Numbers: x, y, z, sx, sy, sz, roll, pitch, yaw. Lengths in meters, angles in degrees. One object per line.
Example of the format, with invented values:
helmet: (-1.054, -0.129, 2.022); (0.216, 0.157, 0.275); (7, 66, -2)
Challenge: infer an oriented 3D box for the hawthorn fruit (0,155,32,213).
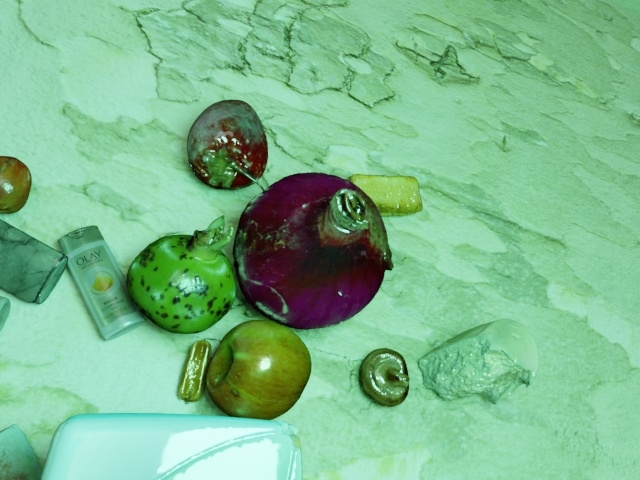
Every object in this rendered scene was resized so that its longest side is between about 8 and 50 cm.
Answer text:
hawthorn fruit: (-0.638, -0.112, 1.008); (0.128, 0.128, 0.128); (8, 64, -17)

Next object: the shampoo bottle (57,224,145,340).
shampoo bottle: (-0.438, 0.082, 1.022); (0.086, 0.056, 0.227); (-25, 77, -24)

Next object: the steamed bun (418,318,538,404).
steamed bun: (0.365, 0.278, 1.134); (0.200, 0.225, 0.170); (-17, 73, -28)

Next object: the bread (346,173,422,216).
bread: (0.161, -0.115, 1.326); (0.211, 0.083, 0.113); (0, 72, -21)

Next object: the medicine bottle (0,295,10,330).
medicine bottle: (-0.643, 0.122, 0.913); (0.140, 0.079, 0.079); (18, 61, -12)

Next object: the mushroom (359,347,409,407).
mushroom: (0.145, 0.300, 1.126); (0.109, 0.085, 0.126); (0, 63, 18)

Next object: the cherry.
cherry: (-0.208, -0.230, 1.188); (0.192, 0.175, 0.249); (21, 59, -21)

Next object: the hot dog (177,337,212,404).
hot dog: (-0.247, 0.260, 1.024); (0.057, 0.041, 0.133); (17, 69, -13)

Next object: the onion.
onion: (0.000, 0.000, 1.035); (0.348, 0.385, 0.347); (6, 69, -17)

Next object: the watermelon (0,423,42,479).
watermelon: (-0.532, 0.408, 0.742); (0.320, 0.213, 0.289); (25, 57, 5)

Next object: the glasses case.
glasses case: (-0.639, 0.001, 0.968); (0.299, 0.060, 0.114); (30, 92, -5)

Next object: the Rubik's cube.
Rubik's cube: (-0.231, 0.449, 0.757); (0.352, 0.352, 0.347); (8, 64, -15)

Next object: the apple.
apple: (-0.114, 0.251, 0.991); (0.196, 0.196, 0.195); (8, 64, -17)

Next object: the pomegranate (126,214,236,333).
pomegranate: (-0.256, 0.062, 0.997); (0.211, 0.263, 0.211); (26, 23, -12)
